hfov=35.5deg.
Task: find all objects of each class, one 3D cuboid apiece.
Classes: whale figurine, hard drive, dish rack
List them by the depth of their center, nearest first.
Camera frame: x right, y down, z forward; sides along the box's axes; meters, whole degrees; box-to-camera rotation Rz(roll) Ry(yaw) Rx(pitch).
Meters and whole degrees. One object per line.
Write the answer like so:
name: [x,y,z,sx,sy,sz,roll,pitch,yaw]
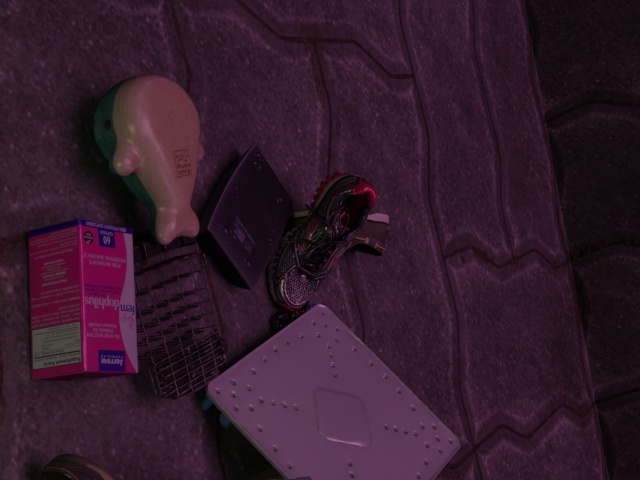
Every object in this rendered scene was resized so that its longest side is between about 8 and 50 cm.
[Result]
whale figurine: [-0.278,-0.127,1.618,0.216,0.141,0.272,-23,102,-58]
dish rack: [-0.250,0.118,1.638,0.208,0.074,0.272,-24,101,-57]
hard drive: [-0.142,-0.044,1.879,0.172,0.054,0.255,57,36,-30]

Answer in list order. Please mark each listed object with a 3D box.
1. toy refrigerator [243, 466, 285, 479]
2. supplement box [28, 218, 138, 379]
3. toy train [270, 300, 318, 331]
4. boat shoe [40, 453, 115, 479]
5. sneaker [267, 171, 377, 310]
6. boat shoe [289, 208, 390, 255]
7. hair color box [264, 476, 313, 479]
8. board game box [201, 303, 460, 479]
toy refrigerator: [-0.101,0.466,1.725,0.269,0.094,0.102,-8,86,-58]
supplement box: [-0.346,0.090,1.455,0.111,0.114,0.220,12,71,-57]
toy train: [-0.049,0.148,1.987,0.158,0.027,0.036,-13,80,-58]
boat shoe: [-0.307,0.468,1.362,0.130,0.132,0.355,-29,104,-56]
sneaker: [0.000,0.000,1.946,0.121,0.112,0.299,31,85,-30]
boat shoe: [0.045,-0.017,2.114,0.305,0.109,0.091,5,84,-52]
hair color box: [-0.111,0.534,1.439,0.185,0.113,0.374,4,107,-30]
board game box: [0.027,0.333,1.815,0.390,0.050,0.390,44,36,10]
